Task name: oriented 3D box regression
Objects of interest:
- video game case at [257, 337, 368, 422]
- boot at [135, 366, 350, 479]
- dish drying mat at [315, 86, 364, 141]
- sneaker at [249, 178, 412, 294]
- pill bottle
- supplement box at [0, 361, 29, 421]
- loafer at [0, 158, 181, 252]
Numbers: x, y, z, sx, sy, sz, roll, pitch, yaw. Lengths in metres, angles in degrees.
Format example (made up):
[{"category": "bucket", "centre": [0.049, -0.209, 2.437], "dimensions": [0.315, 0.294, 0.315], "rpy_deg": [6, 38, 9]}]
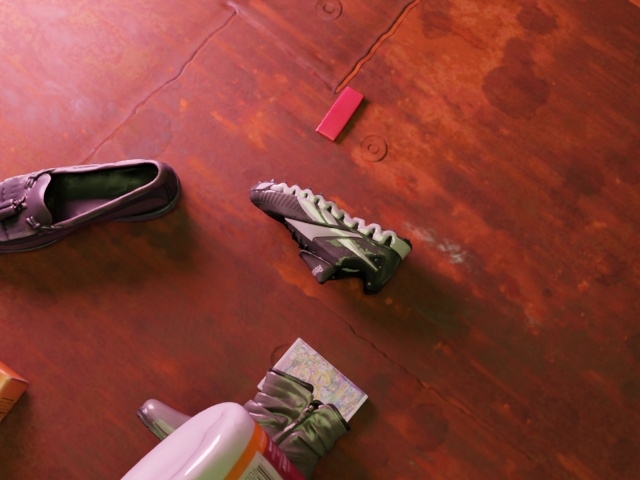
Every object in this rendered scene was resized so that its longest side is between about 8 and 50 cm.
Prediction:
[{"category": "video game case", "centre": [-0.010, 0.202, 1.198], "dimensions": [0.122, 0.011, 0.087], "rpy_deg": [40, 78, 7]}, {"category": "boot", "centre": [-0.097, 0.229, 1.153], "dimensions": [0.246, 0.083, 0.161], "rpy_deg": [32, 80, -3]}, {"category": "dish drying mat", "centre": [0.029, -0.182, 1.294], "dimensions": [0.032, 0.008, 0.083], "rpy_deg": [32, 78, 7]}, {"category": "sneaker", "centre": [0.000, 0.000, 1.213], "dimensions": [0.234, 0.078, 0.106], "rpy_deg": [26, 74, 2]}, {"category": "pill bottle", "centre": [-0.053, 0.395, 1.005], "dimensions": [0.224, 0.224, 0.392], "rpy_deg": [-40, 98, -10]}, {"category": "supplement box", "centre": [-0.480, 0.252, 1.137], "dimensions": [0.078, 0.080, 0.233], "rpy_deg": [34, 80, 8]}, {"category": "loafer", "centre": [-0.342, -0.060, 1.207], "dimensions": [0.303, 0.095, 0.109], "rpy_deg": [-12, 77, -5]}]
